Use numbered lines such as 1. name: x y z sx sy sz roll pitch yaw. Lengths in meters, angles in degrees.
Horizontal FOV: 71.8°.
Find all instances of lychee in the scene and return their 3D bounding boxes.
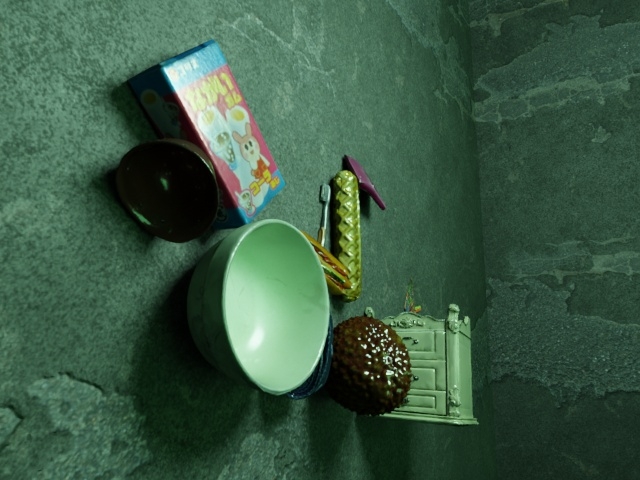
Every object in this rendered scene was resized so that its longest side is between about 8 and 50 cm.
1. lychee: 0.113 0.312 1.092 0.236 0.271 0.235 -6 108 -19

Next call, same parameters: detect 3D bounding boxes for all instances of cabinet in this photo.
1. cabinet: 0.293 0.368 1.313 0.227 0.290 0.317 32 57 -53

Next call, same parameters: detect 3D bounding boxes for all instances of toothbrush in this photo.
1. toothbrush: 0.002 0.001 1.158 0.031 0.023 0.320 21 67 -46

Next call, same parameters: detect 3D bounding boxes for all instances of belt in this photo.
1. belt: -0.031 0.235 0.982 0.128 0.122 0.217 63 32 -73

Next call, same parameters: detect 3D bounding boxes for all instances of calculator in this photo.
1. calculator: 0.139 -0.175 1.336 0.190 0.034 0.126 37 24 -50

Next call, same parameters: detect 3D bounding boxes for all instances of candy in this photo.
1. candy: -0.195 -0.187 0.816 0.157 0.100 0.305 -55 131 -43

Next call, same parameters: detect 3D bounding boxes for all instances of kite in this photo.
1. kite: 0.345 0.257 1.658 0.183 0.014 0.240 -2 86 -58

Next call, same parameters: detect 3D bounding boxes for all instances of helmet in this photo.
1. helmet: -0.233 -0.093 0.723 0.106 0.155 0.175 -91 170 -61

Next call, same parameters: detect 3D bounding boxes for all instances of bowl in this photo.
1. bowl: -0.123 0.119 0.823 0.307 0.164 0.306 13 74 -55

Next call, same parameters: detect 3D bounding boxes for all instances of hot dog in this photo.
1. hot dog: 0.004 0.061 1.085 0.236 0.062 0.092 38 53 -34

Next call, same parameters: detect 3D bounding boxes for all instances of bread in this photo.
1. bread: 0.072 -0.012 1.222 0.077 0.084 0.367 -1 83 -13
